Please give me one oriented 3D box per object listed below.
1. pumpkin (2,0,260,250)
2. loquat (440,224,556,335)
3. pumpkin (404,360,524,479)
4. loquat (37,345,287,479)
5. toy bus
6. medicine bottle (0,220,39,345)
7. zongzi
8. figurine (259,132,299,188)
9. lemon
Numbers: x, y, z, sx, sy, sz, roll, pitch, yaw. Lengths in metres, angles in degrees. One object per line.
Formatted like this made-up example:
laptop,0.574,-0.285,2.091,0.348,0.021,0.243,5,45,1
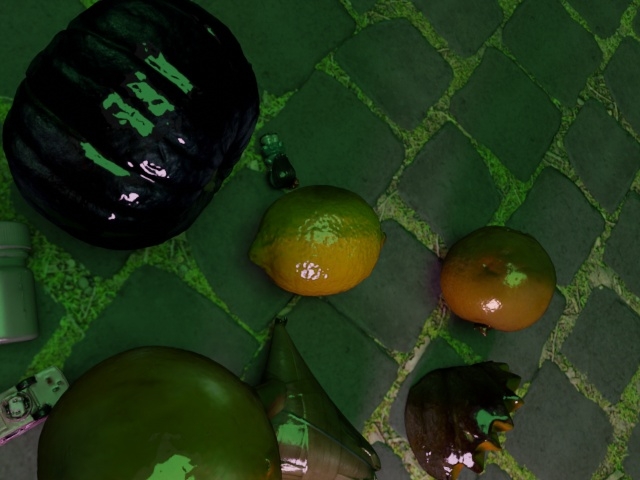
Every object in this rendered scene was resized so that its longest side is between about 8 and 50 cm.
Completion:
pumpkin,-0.246,-0.161,0.807,0.266,0.363,0.363,38,68,-3
loquat,0.334,0.075,1.088,0.207,0.208,0.208,4,78,-21
pumpkin,0.255,0.301,1.046,0.149,0.130,0.254,35,70,-13
loquat,-0.187,0.289,0.764,0.359,0.328,0.329,-25,90,-32
toy bus,-0.443,0.248,0.791,0.203,0.090,0.063,-29,81,-24
medicine bottle,-0.458,0.064,0.814,0.104,0.105,0.168,-6,83,-23
zongzi,-0.002,0.275,0.965,0.228,0.115,0.256,18,64,-20
figurine,-0.075,-0.143,1.046,0.060,0.047,0.106,-3,70,-53
lemon,0.000,0.000,0.971,0.256,0.188,0.189,-9,83,-27
